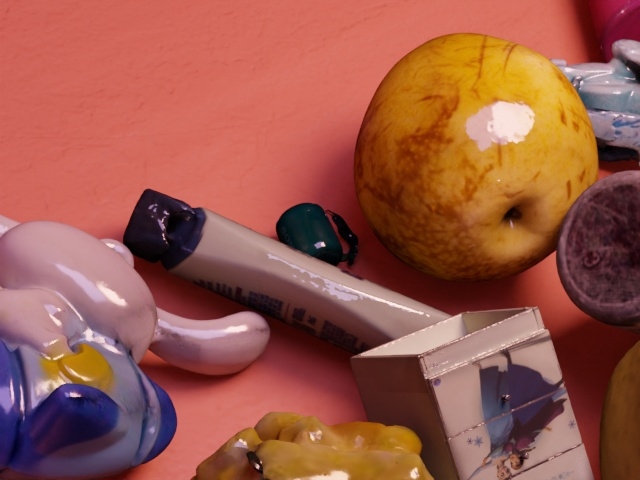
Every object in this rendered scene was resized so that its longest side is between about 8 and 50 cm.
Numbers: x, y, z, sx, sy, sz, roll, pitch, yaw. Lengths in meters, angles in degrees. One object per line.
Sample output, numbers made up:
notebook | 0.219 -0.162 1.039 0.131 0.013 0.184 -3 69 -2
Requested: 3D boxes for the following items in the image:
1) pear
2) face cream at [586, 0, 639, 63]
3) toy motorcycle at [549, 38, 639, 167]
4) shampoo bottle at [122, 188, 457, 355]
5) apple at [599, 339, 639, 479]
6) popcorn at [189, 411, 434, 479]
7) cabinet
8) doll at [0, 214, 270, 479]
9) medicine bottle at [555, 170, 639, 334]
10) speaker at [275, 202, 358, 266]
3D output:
pear | 0.169 -0.091 1.731 0.280 0.281 0.281 7 52 -10
face cream | 0.432 -0.328 2.036 0.175 0.175 0.195 4 52 -12
toy motorcycle | 0.352 -0.160 1.888 0.260 0.154 0.206 14 24 20
shampoo bottle | -0.033 0.045 1.649 0.359 0.134 0.078 24 79 3
apple | 0.490 0.227 1.465 0.473 0.474 0.474 7 52 -10
popcorn | 0.007 0.278 1.423 0.286 0.215 0.252 19 65 9
cabinet | 0.150 0.185 1.520 0.145 0.150 0.206 -20 95 -27
doll | -0.265 0.123 1.515 0.376 0.187 0.366 11 39 8
medicine bottle | 0.388 0.032 1.684 0.273 0.165 0.165 18 41 -46
speaker | 0.003 -0.003 1.742 0.094 0.060 0.075 -13 59 -24
